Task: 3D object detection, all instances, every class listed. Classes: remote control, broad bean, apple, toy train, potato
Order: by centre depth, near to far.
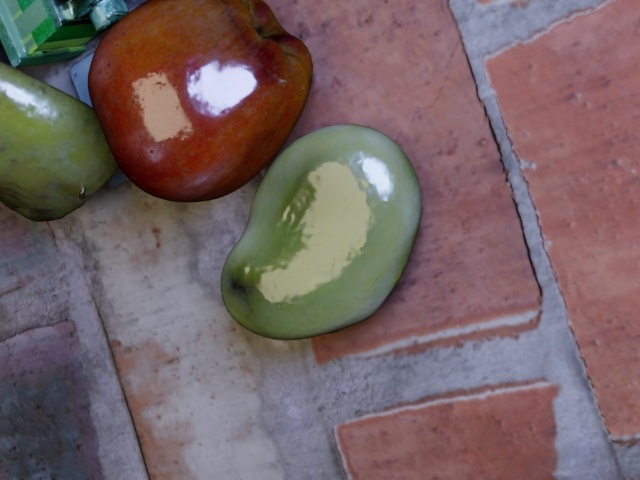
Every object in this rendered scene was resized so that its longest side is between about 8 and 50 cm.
[{"bbox_3d":[0.000,0.000,1.369,0.189,0.121,0.263,43,120,17],"label":"broad bean"},{"bbox_3d":[-0.130,-0.161,1.374,0.234,0.234,0.234,9,105,35],"label":"apple"},{"bbox_3d":[-0.401,-0.130,1.526,0.269,0.255,0.112,-7,57,48],"label":"potato"},{"bbox_3d":[-0.328,-0.362,1.535,0.202,0.120,0.301,-30,82,41],"label":"toy train"},{"bbox_3d":[-0.264,-0.149,1.587,0.061,0.029,0.162,-24,85,37],"label":"remote control"}]
